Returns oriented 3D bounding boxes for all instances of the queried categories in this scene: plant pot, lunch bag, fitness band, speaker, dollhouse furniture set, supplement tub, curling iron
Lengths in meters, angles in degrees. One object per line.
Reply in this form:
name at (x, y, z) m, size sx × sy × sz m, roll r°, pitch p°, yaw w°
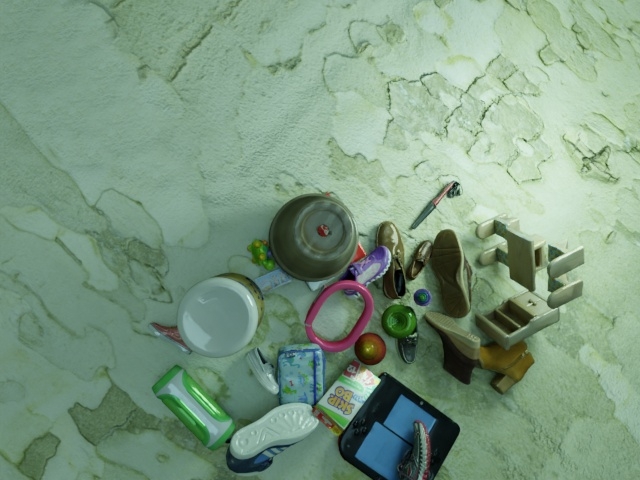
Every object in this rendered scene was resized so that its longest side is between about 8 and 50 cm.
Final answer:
plant pot at (-0.011, -0.019, 1.480) m, size 0.324 × 0.280 × 0.322 m, roll 1°, pitch 85°, yaw -7°
lunch bag at (-0.067, 0.481, 1.575) m, size 0.176 × 0.090 × 0.218 m, roll 0°, pitch 96°, yaw -10°
fitness band at (0.066, 0.273, 1.593) m, size 0.209 × 0.054 × 0.290 m, roll 27°, pitch 105°, yaw -8°
speaker at (-0.431, 0.568, 1.505) m, size 0.131 × 0.131 × 0.296 m, roll -43°, pitch 93°, yaw -10°
dollhouse furniture set at (0.710, 0.157, 1.614) m, size 0.257 × 0.362 × 0.393 m, roll -24°, pitch 119°, yaw -12°
supplement tub at (-0.307, 0.228, 1.438) m, size 0.242 × 0.331 × 0.240 m, roll 0°, pitch 90°, yaw -1°
curling iron at (0.463, -0.139, 1.751) m, size 0.274 × 0.035 × 0.068 m, roll -41°, pitch 92°, yaw -10°

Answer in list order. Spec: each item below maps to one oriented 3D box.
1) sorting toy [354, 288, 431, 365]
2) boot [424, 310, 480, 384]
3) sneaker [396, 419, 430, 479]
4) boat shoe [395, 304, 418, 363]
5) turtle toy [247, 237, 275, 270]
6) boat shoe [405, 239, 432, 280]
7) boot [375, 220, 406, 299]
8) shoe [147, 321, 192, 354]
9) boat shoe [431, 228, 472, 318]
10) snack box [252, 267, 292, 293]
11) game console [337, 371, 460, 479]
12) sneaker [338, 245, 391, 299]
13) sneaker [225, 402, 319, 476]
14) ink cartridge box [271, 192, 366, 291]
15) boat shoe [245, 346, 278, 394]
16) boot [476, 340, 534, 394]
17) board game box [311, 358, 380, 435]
sorting toy at (0.259, 0.310, 1.591) m, size 0.365 × 0.126 × 0.127 m, roll -45°, pitch 74°, yaw 4°
boot at (0.479, 0.403, 1.665) m, size 0.090 × 0.249 × 0.206 m, roll -16°, pitch 123°, yaw -36°
sneaker at (0.328, 0.793, 1.560) m, size 0.112 × 0.121 × 0.298 m, roll 4°, pitch 72°, yaw 20°
boat shoe at (0.330, 0.357, 1.668) m, size 0.080 × 0.073 × 0.223 m, roll -1°, pitch 84°, yaw -7°
turtle toy at (-0.211, 0.051, 1.610) m, size 0.066 × 0.095 × 0.130 m, roll -21°, pitch 89°, yaw -31°
boat shoe at (0.389, 0.077, 1.708) m, size 0.064 × 0.060 × 0.177 m, roll 32°, pitch 81°, yaw -5°
boot at (0.281, 0.070, 1.667) m, size 0.113 × 0.115 × 0.304 m, roll -6°, pitch 85°, yaw -7°
shoe at (-0.510, 0.320, 1.550) m, size 0.178 × 0.063 × 0.081 m, roll 36°, pitch 79°, yaw -10°
boat shoe at (0.524, 0.125, 1.709) m, size 0.123 × 0.124 × 0.341 m, roll 0°, pitch 77°, yaw -52°
snack box at (-0.197, 0.157, 1.630) m, size 0.179 × 0.022 × 0.064 m, roll -23°, pitch 89°, yaw -10°
game console at (0.290, 0.734, 1.637) m, size 0.387 × 0.060 × 0.341 m, roll 37°, pitch 81°, yaw -5°
sneaker at (0.156, 0.108, 1.617) m, size 0.236 × 0.095 × 0.105 m, roll -47°, pitch 131°, yaw 4°
sneaker at (-0.169, 0.696, 1.526) m, size 0.323 × 0.236 × 0.130 m, roll -14°, pitch 49°, yaw -26°
ink cartridge box at (0.000, 0.000, 1.653) m, size 0.261 × 0.066 × 0.296 m, roll -32°, pitch 91°, yaw -9°
boat shoe at (-0.194, 0.453, 1.551) m, size 0.063 × 0.066 × 0.184 m, roll -46°, pitch 53°, yaw 4°
boot at (0.683, 0.426, 1.714) m, size 0.211 × 0.104 × 0.295 m, roll -42°, pitch 95°, yaw -16°
board game box at (0.093, 0.549, 1.562) m, size 0.124 × 0.039 × 0.259 m, roll 38°, pitch 54°, yaw 15°
